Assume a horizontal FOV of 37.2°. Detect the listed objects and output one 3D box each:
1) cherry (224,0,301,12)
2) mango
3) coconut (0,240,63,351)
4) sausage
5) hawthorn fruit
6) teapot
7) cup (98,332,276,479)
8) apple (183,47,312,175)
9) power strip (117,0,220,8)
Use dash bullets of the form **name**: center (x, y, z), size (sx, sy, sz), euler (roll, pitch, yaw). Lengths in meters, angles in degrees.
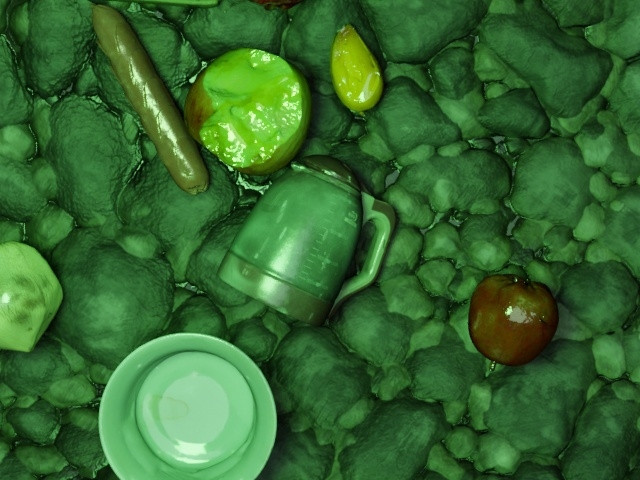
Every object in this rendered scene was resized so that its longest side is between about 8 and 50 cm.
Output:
- **cherry**: center (-0.089, -0.559, 1.800), size (0.192, 0.175, 0.249), euler (-16, 117, -29)
- **mango**: center (0.069, -0.338, 1.900), size (0.101, 0.066, 0.187), euler (-18, 91, 10)
- **coconut**: center (-0.618, 0.119, 1.883), size (0.224, 0.224, 0.224), euler (0, 96, 0)
- **sausage**: center (-0.341, -0.285, 1.894), size (0.088, 0.088, 0.433), euler (-29, 96, 3)
- **hawthorn fruit**: center (0.377, 0.169, 1.902), size (0.185, 0.185, 0.202), euler (23, 100, -3)
- **teapot**: center (0.000, 0.000, 1.877), size (0.315, 0.233, 0.312), euler (27, 91, -33)
- **cup**: center (-0.259, 0.349, 1.920), size (0.347, 0.163, 0.347), euler (0, 92, -1)
- **apple**: center (-0.133, -0.253, 1.815), size (0.246, 0.246, 0.226), euler (32, 94, -4)
- **power strip**: center (-0.352, -0.515, 1.880), size (0.387, 0.066, 0.092), euler (5, 95, 2)
